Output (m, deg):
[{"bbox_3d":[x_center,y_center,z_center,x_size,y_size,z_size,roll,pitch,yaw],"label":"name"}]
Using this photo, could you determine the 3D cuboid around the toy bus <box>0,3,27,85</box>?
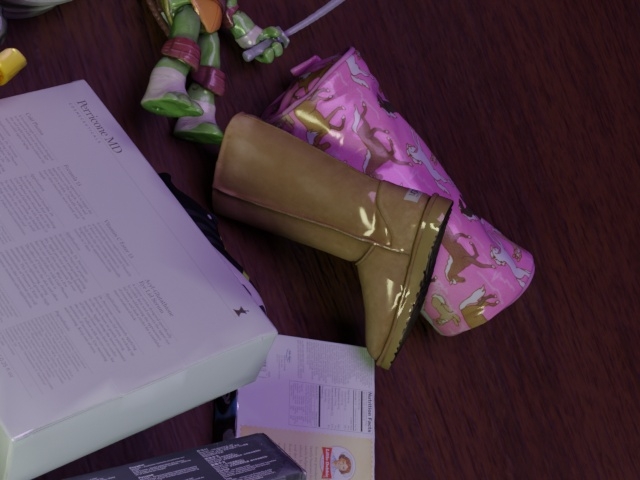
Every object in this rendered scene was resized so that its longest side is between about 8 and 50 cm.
[{"bbox_3d":[-0.430,-0.193,1.183,0.220,0.149,0.211,46,75,-14],"label":"toy bus"}]

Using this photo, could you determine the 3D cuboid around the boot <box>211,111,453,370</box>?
[{"bbox_3d":[0.000,0.000,1.408,0.269,0.236,0.089,21,22,12],"label":"boot"}]

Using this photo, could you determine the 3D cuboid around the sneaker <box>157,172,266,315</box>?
[{"bbox_3d":[-0.132,0.002,1.352,0.235,0.084,0.097,46,42,7],"label":"sneaker"}]

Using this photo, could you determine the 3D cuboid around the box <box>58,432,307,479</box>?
[{"bbox_3d":[-0.207,0.370,1.101,0.395,0.097,0.318,-9,116,-32],"label":"box"}]

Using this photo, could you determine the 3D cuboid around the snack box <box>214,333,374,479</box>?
[{"bbox_3d":[-0.029,0.271,1.370,0.187,0.060,0.322,12,69,-30],"label":"snack box"}]

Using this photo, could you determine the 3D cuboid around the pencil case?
[{"bbox_3d":[0.094,-0.061,1.496,0.160,0.167,0.386,-46,104,-15],"label":"pencil case"}]

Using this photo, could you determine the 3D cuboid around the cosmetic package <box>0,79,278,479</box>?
[{"bbox_3d":[-0.265,0.022,1.176,0.284,0.097,0.377,-21,60,-34],"label":"cosmetic package"}]

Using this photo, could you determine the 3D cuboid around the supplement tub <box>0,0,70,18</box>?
[{"bbox_3d":[-0.279,-0.387,1.243,0.241,0.331,0.241,11,69,-31],"label":"supplement tub"}]

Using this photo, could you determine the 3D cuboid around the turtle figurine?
[{"bbox_3d":[-0.092,-0.253,1.399,0.274,0.198,0.266,14,76,-12],"label":"turtle figurine"}]
